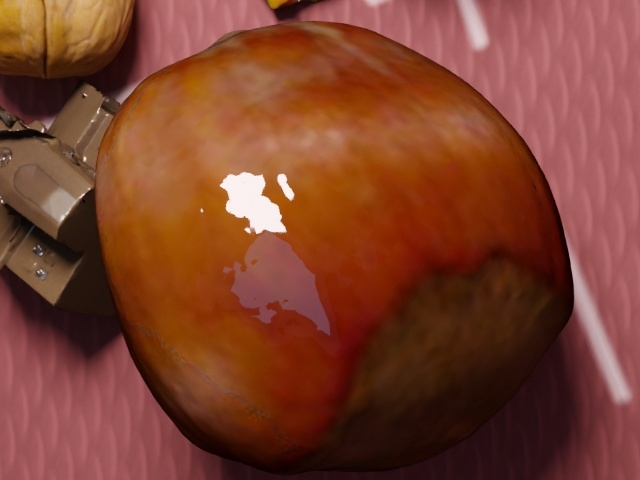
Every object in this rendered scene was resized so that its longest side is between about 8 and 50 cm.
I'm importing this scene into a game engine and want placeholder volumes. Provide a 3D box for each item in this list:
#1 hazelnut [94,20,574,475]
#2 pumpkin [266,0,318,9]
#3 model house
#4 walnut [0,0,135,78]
[{"bbox_3d":[0.003,0.009,0.827,0.365,0.366,0.366,0,86,6],"label":"hazelnut"},{"bbox_3d":[0.044,-0.322,0.912,0.280,0.190,0.139,-26,85,4],"label":"pumpkin"},{"bbox_3d":[-0.261,-0.069,0.953,0.248,0.176,0.181,33,90,23],"label":"model house"},{"bbox_3d":[-0.249,-0.242,0.952,0.165,0.165,0.197,-12,83,5],"label":"walnut"}]
